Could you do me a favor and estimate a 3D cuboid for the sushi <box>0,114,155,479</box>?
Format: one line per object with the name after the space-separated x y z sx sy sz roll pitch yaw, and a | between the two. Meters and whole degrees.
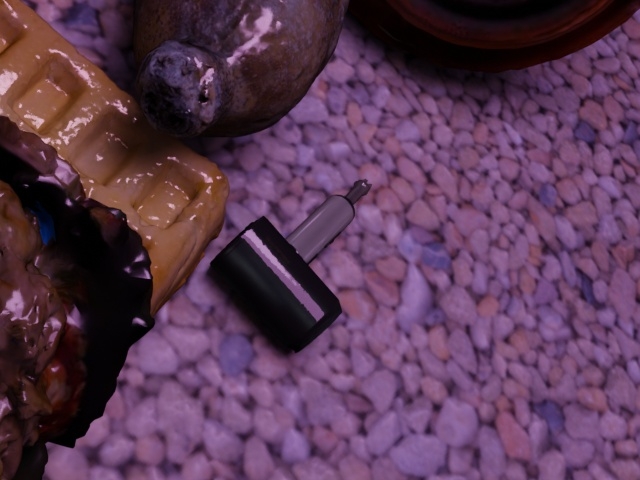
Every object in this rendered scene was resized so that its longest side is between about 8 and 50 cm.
-0.221 0.042 0.640 0.219 0.238 0.225 -15 73 -49 | sushi

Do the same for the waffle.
-0.198 -0.061 0.825 0.274 0.057 0.168 40 49 -7 | waffle

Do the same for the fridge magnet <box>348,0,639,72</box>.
0.162 -0.320 1.025 0.364 0.363 0.155 33 25 -14 | fridge magnet

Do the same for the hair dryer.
0.000 0.000 0.932 0.100 0.057 0.197 47 43 -4 | hair dryer

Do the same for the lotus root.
-0.065 -0.190 0.909 0.175 0.175 0.349 28 44 -18 | lotus root
